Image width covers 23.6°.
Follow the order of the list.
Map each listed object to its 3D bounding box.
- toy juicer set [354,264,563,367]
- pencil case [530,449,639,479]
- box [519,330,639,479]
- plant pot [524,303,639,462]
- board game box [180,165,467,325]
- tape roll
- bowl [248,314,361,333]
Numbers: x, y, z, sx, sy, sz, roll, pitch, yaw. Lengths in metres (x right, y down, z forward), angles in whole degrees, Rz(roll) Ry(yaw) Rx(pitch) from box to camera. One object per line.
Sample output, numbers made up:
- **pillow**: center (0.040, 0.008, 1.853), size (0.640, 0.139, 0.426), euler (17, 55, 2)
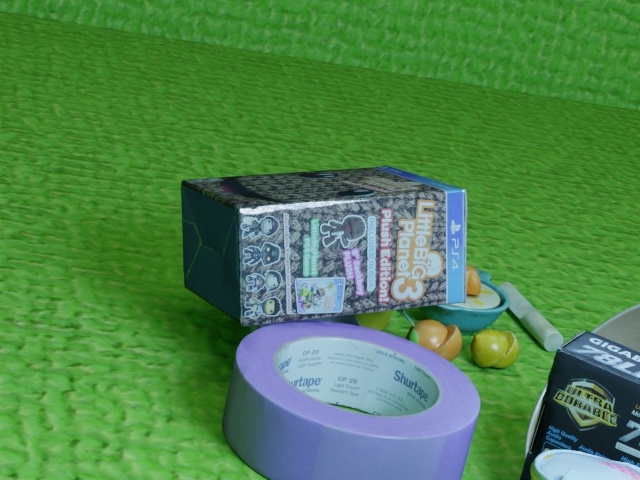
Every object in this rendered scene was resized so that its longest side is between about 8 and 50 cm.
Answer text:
- **toy juicer set**: center (0.212, 0.090, 2.054), size (0.329, 0.089, 0.209), euler (-4, 26, -39)
- **pencil case**: center (0.193, 0.304, 1.218), size (0.124, 0.273, 0.113), euler (2, 15, -45)
- **box**: center (0.311, 0.267, 1.343), size (0.295, 0.293, 0.073), euler (22, 22, 26)
- **plant pot**: center (0.383, 0.227, 1.600), size (0.191, 0.284, 0.284), euler (42, 4, -31)
- **board game box**: center (0.000, 0.000, 1.883), size (0.291, 0.141, 0.232), euler (-5, 12, -22)
- **tape roll**: center (0.033, 0.187, 1.695), size (0.274, 0.090, 0.275), euler (11, 20, -4)
- **bowl**: center (-0.024, 0.117, 1.898), size (0.142, 0.053, 0.142), euler (6, 21, -18)
